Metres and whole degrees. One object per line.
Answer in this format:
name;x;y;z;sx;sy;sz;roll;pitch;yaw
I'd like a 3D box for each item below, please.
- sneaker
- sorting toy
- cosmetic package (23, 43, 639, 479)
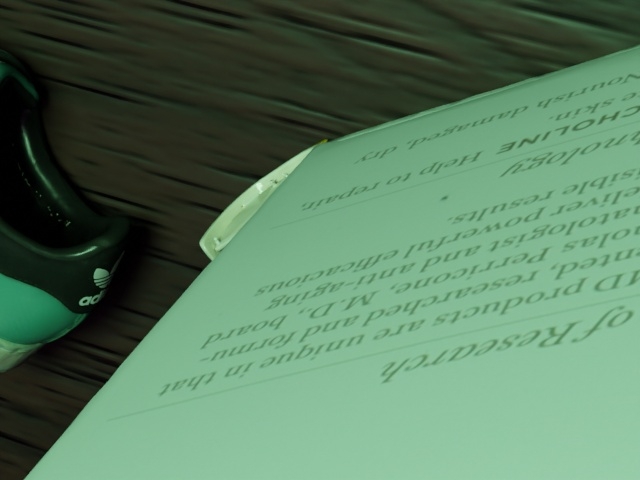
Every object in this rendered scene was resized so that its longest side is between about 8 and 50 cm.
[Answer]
sneaker;-0.211;-0.079;0.951;0.121;0.108;0.302;-36;100;32
sorting toy;0.000;0.000;0.914;0.083;0.045;0.075;-32;107;21
cosmetic package;0.124;0.144;0.681;0.327;0.393;0.329;-15;112;30
